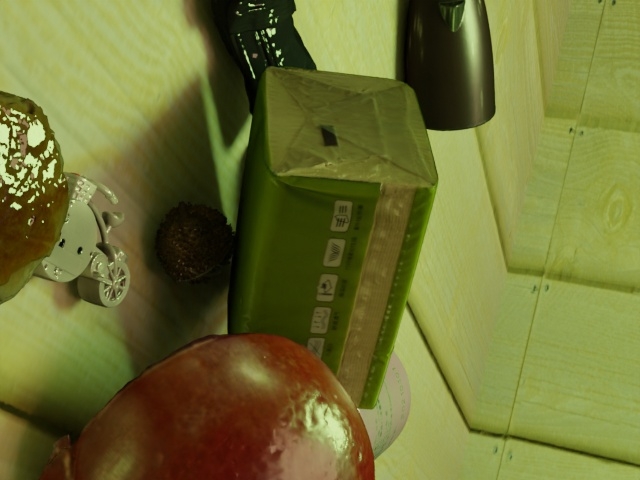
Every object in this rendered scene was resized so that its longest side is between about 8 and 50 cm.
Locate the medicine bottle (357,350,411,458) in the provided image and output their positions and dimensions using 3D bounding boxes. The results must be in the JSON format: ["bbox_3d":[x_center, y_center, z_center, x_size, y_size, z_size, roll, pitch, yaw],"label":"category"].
[{"bbox_3d":[-0.015,0.207,1.154,0.291,0.178,0.178,-15,113,-69],"label":"medicine bottle"}]

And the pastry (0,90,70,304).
[{"bbox_3d":[-0.221,-0.028,0.615,0.153,0.081,0.153,15,90,-70],"label":"pastry"}]

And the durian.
[{"bbox_3d":[-0.118,-0.002,0.926,0.080,0.080,0.091,-58,148,-47],"label":"durian"}]

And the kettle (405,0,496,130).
[{"bbox_3d":[0.204,-0.317,1.575,0.202,0.144,0.232,-85,171,-59],"label":"kettle"}]

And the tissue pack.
[{"bbox_3d":[0.000,0.000,0.974,0.200,0.167,0.274,-97,-166,-53],"label":"tissue pack"}]

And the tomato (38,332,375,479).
[{"bbox_3d":[-0.088,0.248,0.831,0.335,0.176,0.289,-41,139,-10],"label":"tomato"}]

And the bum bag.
[{"bbox_3d":[-0.063,-0.211,0.995,0.248,0.060,0.123,75,32,-46],"label":"bum bag"}]

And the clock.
[{"bbox_3d":[-0.187,0.003,0.785,0.087,0.041,0.129,-68,153,-20],"label":"clock"}]
